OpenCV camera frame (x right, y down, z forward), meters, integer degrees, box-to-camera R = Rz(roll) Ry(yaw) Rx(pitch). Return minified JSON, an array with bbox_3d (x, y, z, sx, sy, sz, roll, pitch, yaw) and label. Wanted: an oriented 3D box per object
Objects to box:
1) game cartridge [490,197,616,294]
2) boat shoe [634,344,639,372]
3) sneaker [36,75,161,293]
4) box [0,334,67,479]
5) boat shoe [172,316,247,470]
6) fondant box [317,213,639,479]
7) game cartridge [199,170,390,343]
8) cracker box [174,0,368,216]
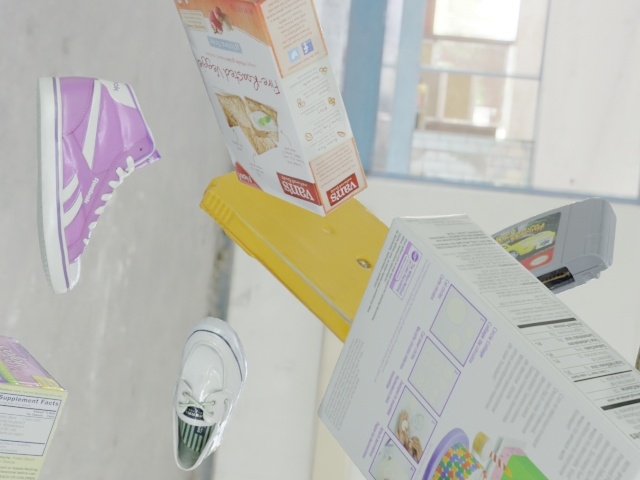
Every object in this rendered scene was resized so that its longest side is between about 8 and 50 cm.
[{"bbox_3d":[0.327,0.033,1.767,0.060,0.294,0.196,57,30,-16],"label":"game cartridge"},{"bbox_3d":[0.475,0.081,1.355,0.302,0.113,0.103,-65,153,-1],"label":"boat shoe"},{"bbox_3d":[-0.286,-0.068,1.435,0.102,0.161,0.282,-145,-123,-66],"label":"sneaker"},{"bbox_3d":[-0.509,0.288,1.663,0.213,0.117,0.243,29,-80,50],"label":"box"},{"bbox_3d":[-0.141,0.198,1.362,0.076,0.083,0.226,-62,163,-49],"label":"boat shoe"},{"bbox_3d":[0.148,0.164,0.969,0.330,0.096,0.238,49,-51,42],"label":"fondant box"},{"bbox_3d":[0.000,0.000,1.701,0.285,0.323,0.053,-24,151,-56],"label":"game cartridge"},{"bbox_3d":[-0.051,-0.151,1.101,0.067,0.155,0.232,-35,124,-25],"label":"cracker box"}]
